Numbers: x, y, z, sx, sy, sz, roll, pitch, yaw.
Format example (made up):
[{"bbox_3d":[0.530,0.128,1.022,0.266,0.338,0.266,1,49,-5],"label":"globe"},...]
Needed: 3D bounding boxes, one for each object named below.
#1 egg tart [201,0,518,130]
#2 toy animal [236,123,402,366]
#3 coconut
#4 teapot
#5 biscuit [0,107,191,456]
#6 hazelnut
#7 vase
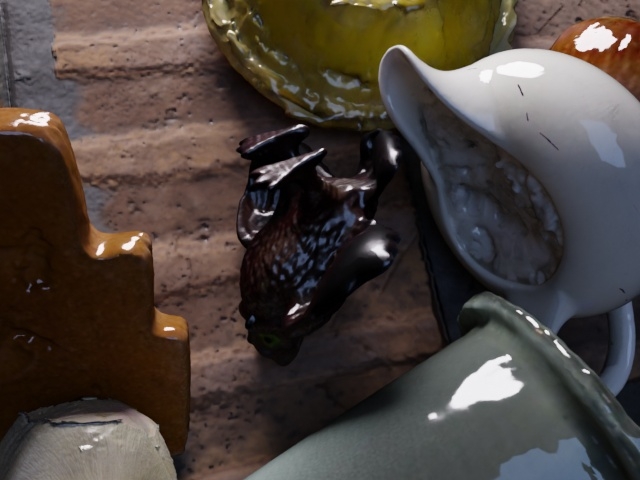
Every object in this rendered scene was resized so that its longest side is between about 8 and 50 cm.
[{"bbox_3d":[0.044,-0.245,0.610,0.314,0.120,0.315,2,76,-7],"label":"egg tart"},{"bbox_3d":[-0.003,0.008,0.528,0.116,0.218,0.180,-7,119,-23],"label":"toy animal"},{"bbox_3d":[-0.142,0.150,0.426,0.110,0.124,0.110,-2,94,-37],"label":"coconut"},{"bbox_3d":[0.164,-0.017,0.523,0.165,0.208,0.300,-19,88,-36],"label":"teapot"},{"bbox_3d":[-0.204,0.066,0.464,0.284,0.043,0.306,-38,124,13],"label":"biscuit"},{"bbox_3d":[0.246,-0.115,0.591,0.143,0.154,0.143,-7,102,-34],"label":"hazelnut"},{"bbox_3d":[0.053,0.208,0.446,0.291,0.245,0.245,-31,83,-9],"label":"vase"}]
